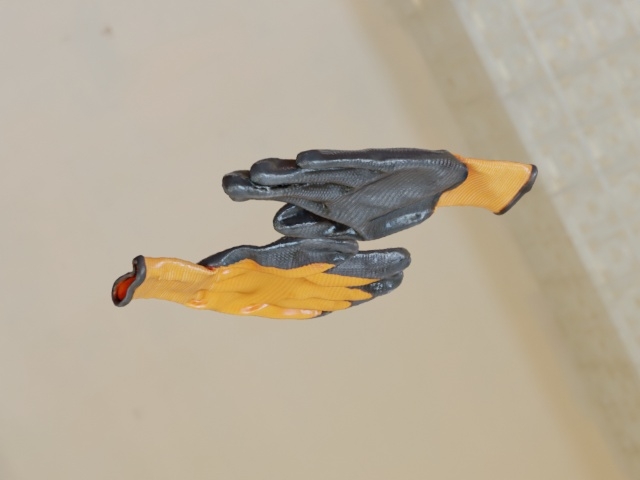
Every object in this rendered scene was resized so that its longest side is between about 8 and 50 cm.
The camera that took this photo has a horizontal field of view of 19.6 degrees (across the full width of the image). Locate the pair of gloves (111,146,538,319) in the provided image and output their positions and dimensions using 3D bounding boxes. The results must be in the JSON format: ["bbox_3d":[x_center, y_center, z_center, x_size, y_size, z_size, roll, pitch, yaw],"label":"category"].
[{"bbox_3d":[0.000,0.000,0.413,0.074,0.010,0.083,2,155,-30],"label":"pair of gloves"}]
